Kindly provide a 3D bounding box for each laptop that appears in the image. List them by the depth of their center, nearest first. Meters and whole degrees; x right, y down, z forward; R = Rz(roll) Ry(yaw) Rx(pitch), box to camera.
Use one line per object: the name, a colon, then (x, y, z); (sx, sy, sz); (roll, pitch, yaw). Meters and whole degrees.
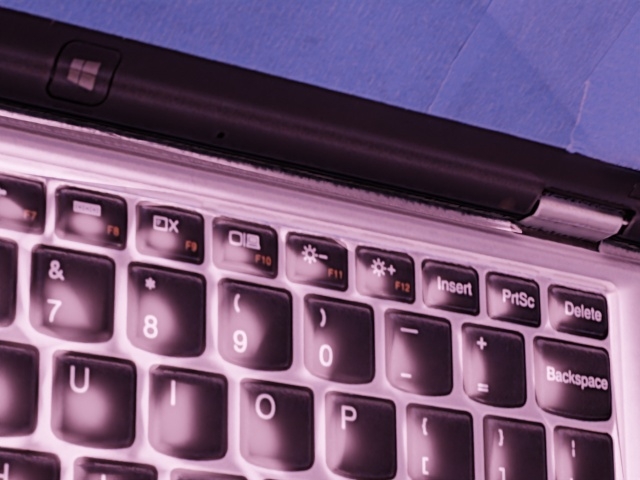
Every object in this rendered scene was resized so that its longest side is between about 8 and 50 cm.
laptop: (0.000, 0.000, 0.341); (0.382, 0.407, 0.236); (11, 160, -33)
